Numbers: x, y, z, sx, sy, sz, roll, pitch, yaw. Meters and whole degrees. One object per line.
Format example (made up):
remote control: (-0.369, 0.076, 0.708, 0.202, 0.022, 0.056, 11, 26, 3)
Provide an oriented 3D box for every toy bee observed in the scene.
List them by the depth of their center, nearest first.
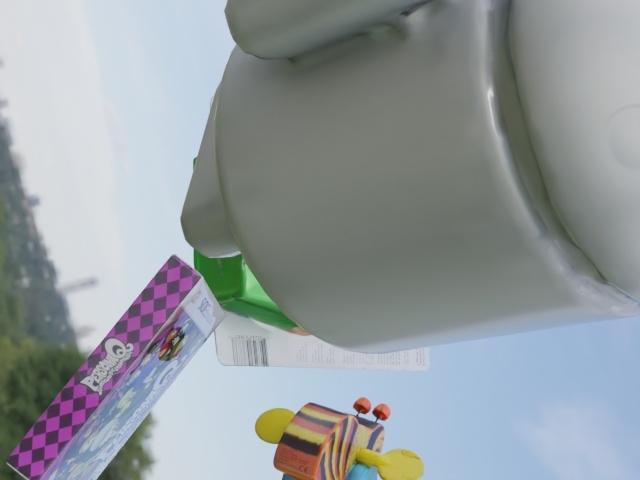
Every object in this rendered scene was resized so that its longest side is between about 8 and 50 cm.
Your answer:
toy bee: (0.018, 0.242, 1.576, 0.298, 0.195, 0.162, 111, 2, -68)

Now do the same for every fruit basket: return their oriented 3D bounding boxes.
fruit basket: (0.000, 0.000, 1.699, 0.165, 0.353, 0.327, -9, -101, 43)

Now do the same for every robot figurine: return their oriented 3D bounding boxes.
robot figurine: (0.089, -0.055, 0.659, 0.353, 0.300, 0.199, -12, -122, 41)

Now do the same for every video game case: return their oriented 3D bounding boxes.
video game case: (-0.182, 0.131, 1.263, 0.042, 0.232, 0.210, 37, -9, 9)
